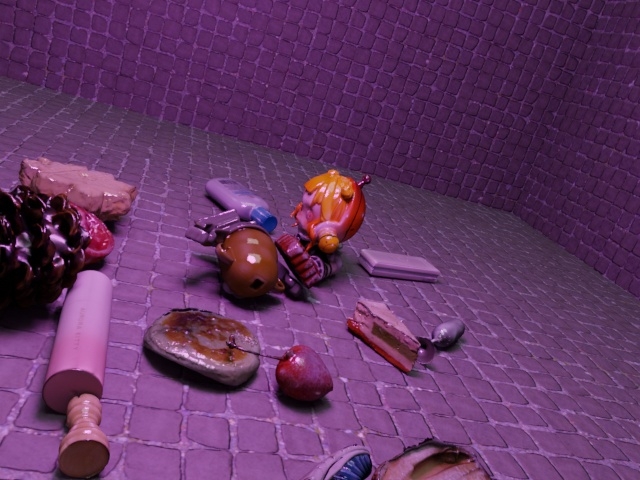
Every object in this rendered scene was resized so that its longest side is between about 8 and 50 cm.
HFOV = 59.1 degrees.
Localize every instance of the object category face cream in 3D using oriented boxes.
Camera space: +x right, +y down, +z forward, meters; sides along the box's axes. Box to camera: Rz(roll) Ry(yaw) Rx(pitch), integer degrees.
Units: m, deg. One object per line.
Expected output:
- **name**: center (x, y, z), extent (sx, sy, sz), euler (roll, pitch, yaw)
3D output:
- **face cream**: center (-0.263, -0.126, 1.962), extent (0.163, 0.080, 0.336), euler (2, 25, -43)

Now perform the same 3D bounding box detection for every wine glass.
- **wine glass**: center (0.314, 0.254, 1.470), extent (0.074, 0.074, 0.262), euler (29, 20, 28)

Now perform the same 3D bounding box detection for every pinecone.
- **pinecone**: center (-0.553, 0.013, 1.029), extent (0.243, 0.244, 0.257), euler (18, -5, -1)

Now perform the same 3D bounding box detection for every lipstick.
- **lipstick**: center (-0.417, 0.163, 0.990), extent (0.087, 0.087, 0.327), euler (11, 21, -22)

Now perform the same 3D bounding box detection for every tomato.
- **tomato**: center (-0.583, -0.008, 1.300), extent (0.189, 0.099, 0.173), euler (38, 15, -22)

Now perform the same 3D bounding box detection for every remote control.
- **remote control**: center (0.265, 0.089, 1.903), extent (0.277, 0.056, 0.103), euler (9, 21, -30)

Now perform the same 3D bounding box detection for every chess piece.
- **chess piece**: center (-0.336, 0.273, 0.806), extent (0.066, 0.066, 0.122), euler (10, 15, -24)

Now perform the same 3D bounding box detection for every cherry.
- **cherry**: center (-0.072, 0.229, 1.079), extent (0.225, 0.090, 0.107), euler (36, 35, -5)

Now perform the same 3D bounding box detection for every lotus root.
- **lotus root**: center (0.178, 0.404, 0.885), extent (0.329, 0.078, 0.167), euler (14, 38, -50)

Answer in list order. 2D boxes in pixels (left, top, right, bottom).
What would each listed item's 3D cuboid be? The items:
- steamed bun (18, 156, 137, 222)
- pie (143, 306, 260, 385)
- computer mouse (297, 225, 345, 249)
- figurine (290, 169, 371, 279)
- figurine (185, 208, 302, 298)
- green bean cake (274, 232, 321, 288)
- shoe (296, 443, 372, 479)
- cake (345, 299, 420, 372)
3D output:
- **steamed bun**: center (-0.638, -0.111, 1.489), extent (0.295, 0.137, 0.292), euler (12, 14, -44)
- **pie**: center (-0.229, 0.204, 1.112), extent (0.240, 0.054, 0.240), euler (17, 16, -5)
- **computer mouse**: center (0.000, 0.000, 1.898), extent (0.181, 0.056, 0.089), euler (19, 16, -19)
- **figurine**: center (0.022, -0.058, 1.662), extent (0.196, 0.323, 0.320), euler (10, 21, -21)
- **figurine**: center (-0.194, 0.040, 1.428), extent (0.342, 0.167, 0.285), euler (8, 20, -30)
- **green bean cake**: center (-0.059, 0.052, 1.492), extent (0.056, 0.136, 0.135), euler (-35, 22, -11)
- **shoe**: center (0.024, 0.378, 0.837), extent (0.106, 0.091, 0.207), euler (52, 24, 14)
- **cake**: center (0.140, 0.219, 1.361), extent (0.116, 0.086, 0.220), euler (12, 19, -20)
